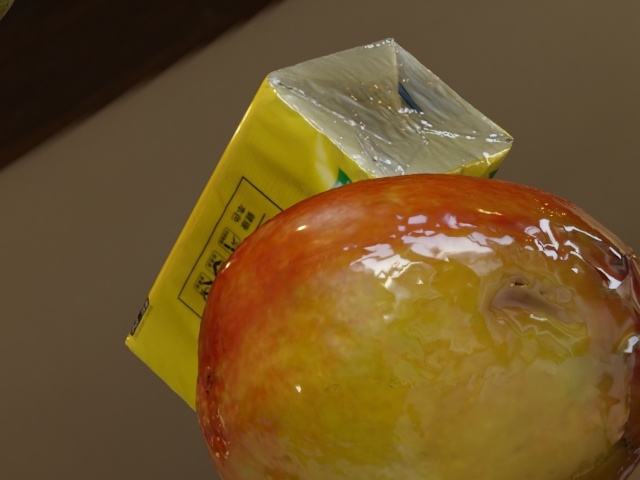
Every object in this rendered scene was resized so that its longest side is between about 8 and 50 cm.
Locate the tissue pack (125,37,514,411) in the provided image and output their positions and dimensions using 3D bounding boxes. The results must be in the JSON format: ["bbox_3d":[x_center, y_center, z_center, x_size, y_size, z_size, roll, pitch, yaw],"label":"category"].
[{"bbox_3d":[0.000,0.000,2.129,0.293,0.228,0.382,-22,-34,-55],"label":"tissue pack"}]

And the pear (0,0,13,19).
[{"bbox_3d":[-0.351,-0.253,1.746,0.167,0.136,0.167,7,-31,4],"label":"pear"}]

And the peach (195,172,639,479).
[{"bbox_3d":[0.087,0.102,1.454,0.372,0.373,0.290,-58,3,35],"label":"peach"}]
